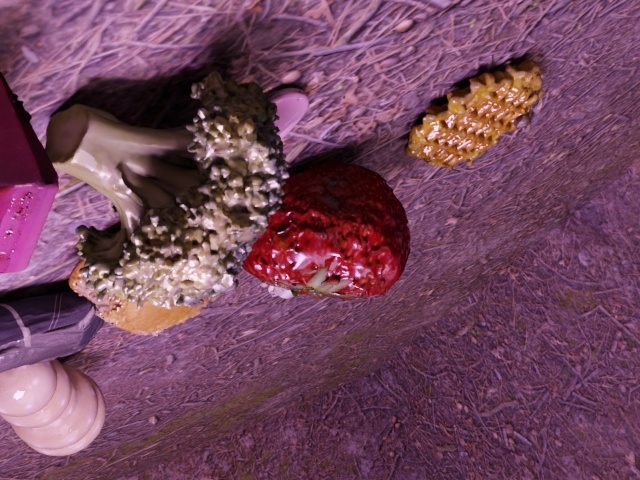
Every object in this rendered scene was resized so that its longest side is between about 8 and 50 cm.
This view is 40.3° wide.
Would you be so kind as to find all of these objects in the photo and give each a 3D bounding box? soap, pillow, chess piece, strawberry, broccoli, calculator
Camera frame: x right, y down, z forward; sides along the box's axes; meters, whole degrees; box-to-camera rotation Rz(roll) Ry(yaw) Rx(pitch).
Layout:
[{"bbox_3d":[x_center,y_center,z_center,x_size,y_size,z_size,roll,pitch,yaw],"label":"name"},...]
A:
[{"bbox_3d":[-0.336,-0.041,0.785,0.099,0.162,0.250,-23,166,-39],"label":"soap"},{"bbox_3d":[-0.447,0.141,1.253,0.335,0.093,0.161,-14,164,-43],"label":"pillow"},{"bbox_3d":[-0.477,0.252,1.463,0.167,0.167,0.300,-26,156,-10],"label":"chess piece"},{"bbox_3d":[0.013,-0.017,1.355,0.274,0.221,0.274,10,170,2],"label":"strawberry"},{"bbox_3d":[-0.155,-0.049,0.951,0.288,0.235,0.260,-66,162,-1],"label":"broccoli"},{"bbox_3d":[-0.082,-0.141,1.128,0.166,0.024,0.103,-39,161,29],"label":"calculator"}]

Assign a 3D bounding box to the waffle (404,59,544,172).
[{"bbox_3d":[0.252,-0.200,1.450,0.262,0.060,0.280,-20,161,-17],"label":"waffle"}]

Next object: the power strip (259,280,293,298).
[{"bbox_3d":[0.000,0.000,1.558,0.338,0.098,0.058,-40,163,35],"label":"power strip"}]

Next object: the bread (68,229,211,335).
[{"bbox_3d":[-0.250,0.058,1.275,0.174,0.121,0.245,-30,166,3],"label":"bread"}]
